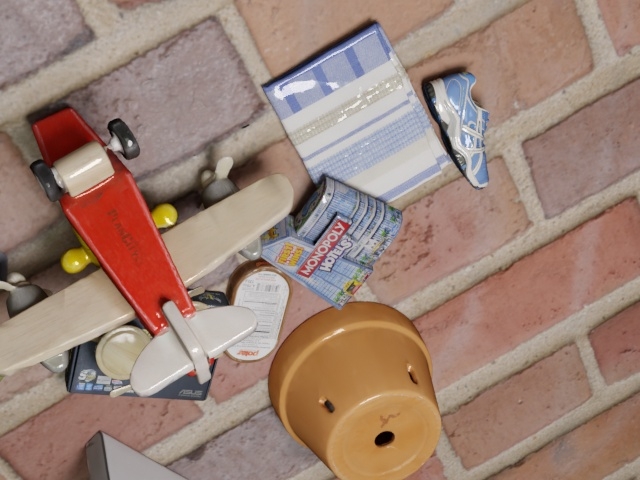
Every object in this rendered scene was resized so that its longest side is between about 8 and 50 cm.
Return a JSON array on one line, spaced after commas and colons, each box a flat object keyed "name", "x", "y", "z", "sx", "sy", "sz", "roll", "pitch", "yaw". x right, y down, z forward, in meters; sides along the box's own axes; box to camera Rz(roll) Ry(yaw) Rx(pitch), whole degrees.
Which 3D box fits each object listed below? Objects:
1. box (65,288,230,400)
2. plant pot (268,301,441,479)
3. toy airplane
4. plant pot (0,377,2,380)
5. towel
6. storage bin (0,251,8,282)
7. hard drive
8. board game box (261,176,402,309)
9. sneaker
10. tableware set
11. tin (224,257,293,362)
[{"name": "box", "x": -0.277, "y": 0.162, "z": 1.664, "sx": 0.232, "sy": 0.059, "sz": 0.183, "roll": 8, "pitch": 113, "yaw": -23}, {"name": "plant pot", "x": 0.075, "y": 0.279, "z": 1.766, "sx": 0.291, "sy": 0.203, "sz": 0.291, "roll": -8, "pitch": 121, "yaw": -14}, {"name": "toy airplane", "x": -0.258, "y": 0.038, "z": 1.480, "sx": 0.386, "sy": 0.272, "sz": 0.384, "roll": 15, "pitch": 80, "yaw": -11}, {"name": "plant pot", "x": -0.517, "y": 0.200, "z": 1.597, "sx": 0.079, "sy": 0.083, "sz": 0.083, "roll": -44, "pitch": 123, "yaw": -6}, {"name": "towel", "x": 0.061, "y": -0.174, "z": 1.614, "sx": 0.209, "sy": 0.034, "sz": 0.285, "roll": -31, "pitch": 121, "yaw": 1}, {"name": "storage bin", "x": -0.534, "y": 0.060, "z": 1.506, "sx": 0.135, "sy": 0.098, "sz": 0.091, "roll": 19, "pitch": 120, "yaw": -27}, {"name": "hard drive", "x": -0.233, "y": 0.478, "z": 1.749, "sx": 0.047, "sy": 0.233, "sz": 0.353, "roll": -46, "pitch": 122, "yaw": 10}, {"name": "board game box", "x": 0.000, "y": 0.000, "z": 1.649, "sx": 0.194, "sy": 0.060, "sz": 0.194, "roll": 22, "pitch": 126, "yaw": -24}, {"name": "sneaker", "x": 0.235, "y": -0.170, "z": 1.647, "sx": 0.081, "sy": 0.080, "sz": 0.211, "roll": -27, "pitch": 124, "yaw": 0}, {"name": "tableware set", "x": -0.254, "y": 0.150, "z": 1.609, "sx": 0.194, "sy": 0.039, "sz": 0.128, "roll": -19, "pitch": 110, "yaw": -17}, {"name": "tin", "x": -0.108, "y": 0.118, "z": 1.714, "sx": 0.106, "sy": 0.040, "sz": 0.190, "roll": 7, "pitch": 115, "yaw": -18}]
